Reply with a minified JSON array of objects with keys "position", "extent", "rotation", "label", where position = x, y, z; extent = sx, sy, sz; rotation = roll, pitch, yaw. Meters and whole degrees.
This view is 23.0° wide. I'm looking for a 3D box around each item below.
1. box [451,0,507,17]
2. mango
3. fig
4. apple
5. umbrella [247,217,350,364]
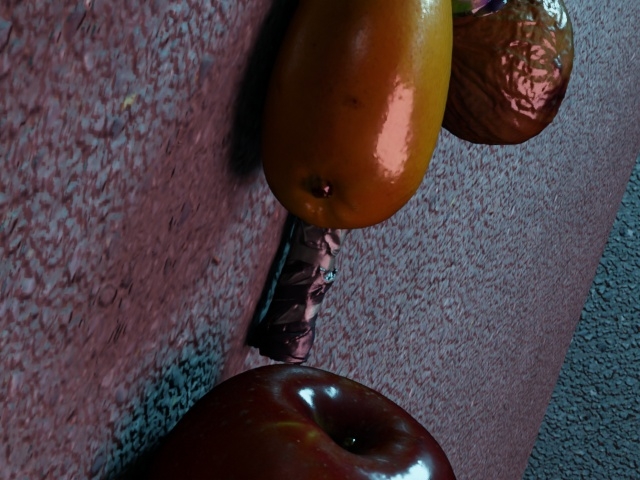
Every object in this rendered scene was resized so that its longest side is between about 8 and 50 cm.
[{"position":[0.108,-0.317,1.018],"extent":[0.134,0.097,0.345],"rotation":[-55,158,-44],"label":"box"},{"position":[0.028,-0.114,1.005],"extent":[0.145,0.112,0.219],"rotation":[49,52,-72],"label":"mango"},{"position":[0.110,-0.150,1.240],"extent":[0.201,0.133,0.146],"rotation":[3,78,-52],"label":"fig"},{"position":[-0.017,0.196,1.030],"extent":[0.201,0.218,0.218],"rotation":[-58,169,23],"label":"apple"},{"position":[0.000,0.000,1.143],"extent":[0.050,0.046,0.188],"rotation":[27,-82,67],"label":"umbrella"}]
